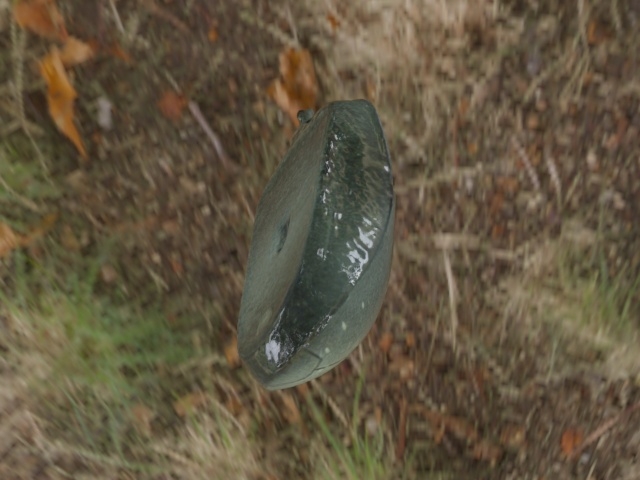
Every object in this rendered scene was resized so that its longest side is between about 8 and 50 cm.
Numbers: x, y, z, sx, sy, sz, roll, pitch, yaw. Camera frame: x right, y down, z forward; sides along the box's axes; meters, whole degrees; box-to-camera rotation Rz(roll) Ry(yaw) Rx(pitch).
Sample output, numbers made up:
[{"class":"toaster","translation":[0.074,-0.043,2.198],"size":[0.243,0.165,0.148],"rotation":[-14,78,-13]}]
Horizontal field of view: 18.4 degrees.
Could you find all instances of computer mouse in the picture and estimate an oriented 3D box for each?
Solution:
[{"class":"computer mouse","translation":[0.005,0.004,1.149],"size":[0.068,0.113,0.229],"rotation":[27,39,-16]}]
